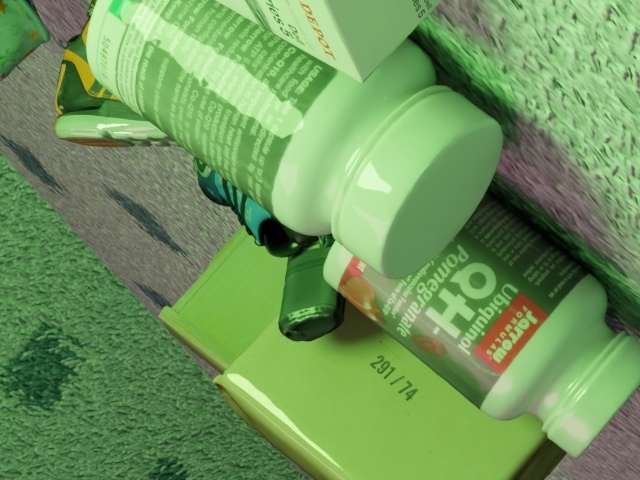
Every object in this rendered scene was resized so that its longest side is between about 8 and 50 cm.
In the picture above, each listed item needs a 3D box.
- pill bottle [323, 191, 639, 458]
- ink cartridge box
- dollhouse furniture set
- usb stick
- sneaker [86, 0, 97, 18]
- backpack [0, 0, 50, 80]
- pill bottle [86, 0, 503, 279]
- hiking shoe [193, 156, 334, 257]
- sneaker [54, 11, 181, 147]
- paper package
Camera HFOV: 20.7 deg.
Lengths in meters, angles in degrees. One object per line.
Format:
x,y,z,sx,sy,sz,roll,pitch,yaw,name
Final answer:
0.173,0.068,1.752,0.318,0.176,0.176,39,167,11,pill bottle
-0.050,-0.274,1.423,0.273,0.115,0.198,33,164,34,ink cartridge box
-0.022,0.130,2.351,0.362,0.256,0.394,36,166,24,dollhouse furniture set
0.000,0.000,1.905,0.077,0.278,0.045,-22,126,24,usb stick
-0.239,-0.254,2.142,0.066,0.071,0.188,35,165,27,sneaker
-0.456,-0.335,2.241,0.225,0.191,0.253,30,156,51,backpack
-0.024,-0.134,1.607,0.361,0.204,0.204,37,167,22,pill bottle
-0.065,-0.046,1.880,0.113,0.132,0.304,-1,176,-18,hiking shoe
-0.153,-0.198,1.972,0.321,0.180,0.124,2,176,16,sneaker
0.110,0.158,1.932,0.325,0.309,0.168,38,169,20,paper package
